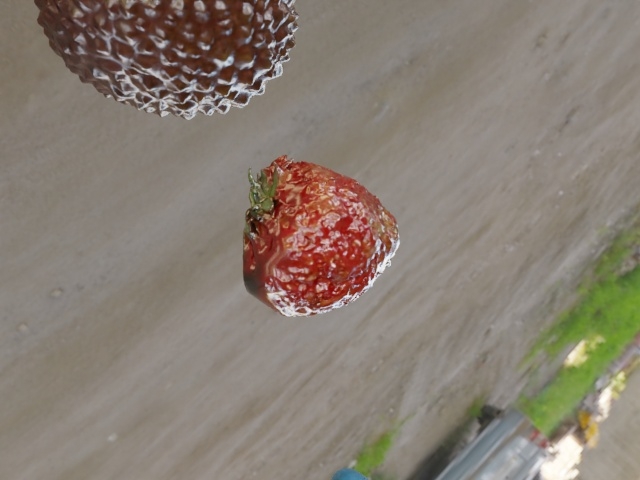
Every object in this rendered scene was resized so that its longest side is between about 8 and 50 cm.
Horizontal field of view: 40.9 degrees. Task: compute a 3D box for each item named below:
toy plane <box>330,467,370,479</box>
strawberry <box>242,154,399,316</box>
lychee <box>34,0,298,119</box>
[{"bbox_3d":[0.065,0.236,0.443,0.254,0.271,0.105,-19,150,-14],"label":"toy plane"},{"bbox_3d":[0.000,0.001,0.529,0.106,0.106,0.106,-39,156,-21],"label":"strawberry"},{"bbox_3d":[-0.162,-0.269,0.895,0.276,0.304,0.275,-41,-167,11],"label":"lychee"}]
